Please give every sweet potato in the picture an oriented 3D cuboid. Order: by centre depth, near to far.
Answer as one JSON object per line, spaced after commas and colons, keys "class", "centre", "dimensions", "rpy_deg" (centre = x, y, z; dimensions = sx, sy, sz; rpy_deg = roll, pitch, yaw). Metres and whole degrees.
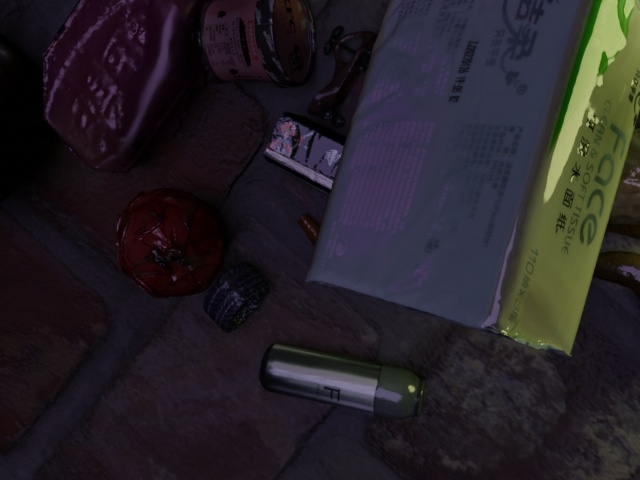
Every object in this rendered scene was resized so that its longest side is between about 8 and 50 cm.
{"class": "sweet potato", "centre": [0.470, 0.083, 1.095], "dimensions": [0.081, 0.062, 0.233], "rpy_deg": [-45, 83, 16]}

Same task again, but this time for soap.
{"class": "soap", "centre": [-0.298, -0.264, 1.189], "dimensions": [0.220, 0.127, 0.325], "rpy_deg": [40, 105, 7]}

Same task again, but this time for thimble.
{"class": "thimble", "centre": [-0.132, 0.088, 1.216], "dimensions": [0.066, 0.095, 0.104], "rpy_deg": [44, 140, 14]}

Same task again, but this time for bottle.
{"class": "bottle", "centre": [0.034, 0.224, 1.203], "dimensions": [0.253, 0.080, 0.096], "rpy_deg": [9, 137, 12]}

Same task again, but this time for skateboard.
{"class": "skateboard", "centre": [0.028, -0.250, 1.155], "dimensions": [0.080, 0.067, 0.151], "rpy_deg": [35, 98, 17]}

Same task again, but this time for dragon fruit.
{"class": "dragon fruit", "centre": [-0.228, 0.006, 1.178], "dimensions": [0.172, 0.209, 0.172], "rpy_deg": [-12, 117, -24]}

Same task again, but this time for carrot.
{"class": "carrot", "centre": [0.000, 0.000, 1.204], "dimensions": [0.032, 0.032, 0.093], "rpy_deg": [-39, 82, 14]}

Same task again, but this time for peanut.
{"class": "peanut", "centre": [0.346, -0.091, 1.028], "dimensions": [0.298, 0.136, 0.120], "rpy_deg": [15, 128, 45]}

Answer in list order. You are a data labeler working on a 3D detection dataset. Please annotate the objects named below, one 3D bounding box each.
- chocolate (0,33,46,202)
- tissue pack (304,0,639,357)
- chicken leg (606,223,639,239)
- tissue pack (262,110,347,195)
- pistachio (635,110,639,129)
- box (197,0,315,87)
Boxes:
{"class": "chocolate", "centre": [-0.587, -0.203, 1.150], "dimensions": [0.331, 0.383, 0.384], "rpy_deg": [23, 102, 3]}
{"class": "tissue pack", "centre": [0.190, -0.095, 0.951], "dimensions": [0.331, 0.205, 0.405], "rpy_deg": [13, 83, 48]}
{"class": "chicken leg", "centre": [0.432, -0.049, 1.079], "dimensions": [0.227, 0.088, 0.103], "rpy_deg": [-3, 106, 19]}
{"class": "tissue pack", "centre": [0.011, -0.117, 1.148], "dimensions": [0.170, 0.103, 0.090], "rpy_deg": [29, 97, 7]}
{"class": "pistachio", "centre": [0.416, -0.198, 1.036], "dimensions": [0.206, 0.129, 0.131], "rpy_deg": [20, 111, 16]}
{"class": "box", "centre": [-0.096, -0.295, 1.130], "dimensions": [0.135, 0.151, 0.151], "rpy_deg": [-1, 97, 21]}
